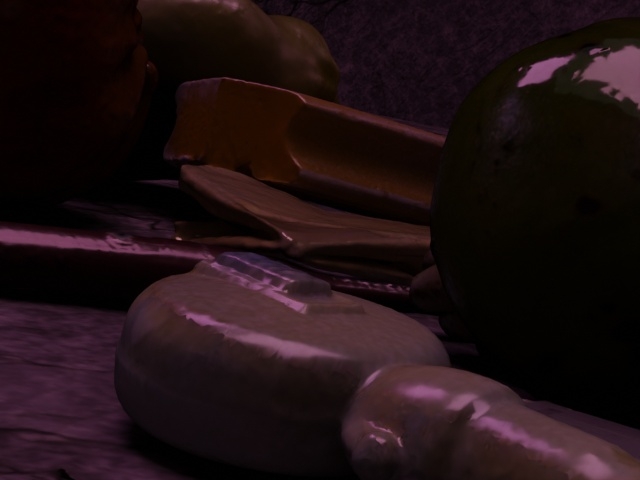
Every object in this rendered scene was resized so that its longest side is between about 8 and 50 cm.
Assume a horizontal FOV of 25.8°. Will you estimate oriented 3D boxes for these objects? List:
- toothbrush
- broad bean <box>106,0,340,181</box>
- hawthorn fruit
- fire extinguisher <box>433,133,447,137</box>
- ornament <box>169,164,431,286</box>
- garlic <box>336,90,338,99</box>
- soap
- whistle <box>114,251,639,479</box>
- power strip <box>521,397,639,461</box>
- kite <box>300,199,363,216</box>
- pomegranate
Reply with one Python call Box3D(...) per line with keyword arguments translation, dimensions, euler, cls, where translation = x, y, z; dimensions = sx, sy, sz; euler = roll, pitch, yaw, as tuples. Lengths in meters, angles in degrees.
Box3D(translation=(-0.078, 0.018, 0.738), dimensions=(0.363, 0.041, 0.041), euler=(7, 9, -18), cls="toothbrush")
Box3D(translation=(-0.126, -0.129, 1.148), dimensions=(0.291, 0.119, 0.238), euler=(1, -28, -2), cls="broad bean")
Box3D(translation=(-0.235, -0.135, 0.928), dimensions=(0.261, 0.258, 0.258), euler=(-11, 18, -30), cls="hawthorn fruit")
Box3D(translation=(0.141, -0.060, 1.486), dimensions=(0.075, 0.106, 0.252), euler=(-34, 24, -17), cls="fire extinguisher")
Box3D(translation=(0.000, 0.000, 0.874), dimensions=(0.201, 0.059, 0.180), euler=(12, 5, 8), cls="ornament")
Box3D(translation=(-0.094, -0.147, 1.449), dimensions=(0.227, 0.152, 0.228), euler=(16, 12, -3), cls="garlic")
Box3D(translation=(0.013, -0.059, 1.050), dimensions=(0.232, 0.073, 0.140), euler=(14, -5, -28), cls="soap")
Box3D(translation=(0.018, 0.057, 0.491), dimensions=(0.126, 0.067, 0.258), euler=(0, 15, -43), cls="whistle")
Box3D(translation=(0.173, 0.103, 0.488), dimensions=(0.252, 0.027, 0.060), euler=(15, 9, 32), cls="power strip")
Box3D(translation=(0.047, -0.037, 1.274), dimensions=(0.204, 0.022, 0.360), euler=(16, 10, 4), cls="kite")
Box3D(translation=(0.137, 0.001, 0.670), dimensions=(0.202, 0.202, 0.248), euler=(5, -18, -28), cls="pomegranate")
